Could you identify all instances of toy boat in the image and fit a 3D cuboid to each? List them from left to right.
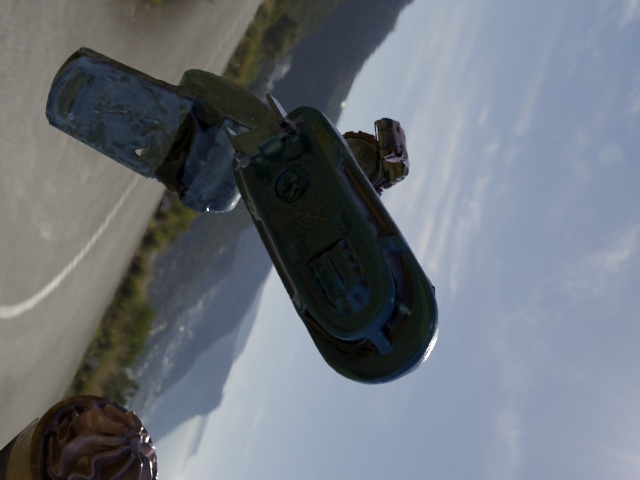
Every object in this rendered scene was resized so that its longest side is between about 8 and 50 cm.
[{"bbox_3d":[0.000,0.000,0.870,0.134,0.298,0.092,-35,155,13],"label":"toy boat"}]

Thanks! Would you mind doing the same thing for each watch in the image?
[{"bbox_3d":[0.026,-0.108,1.100,0.268,0.165,0.102,64,17,-82],"label":"watch"}]

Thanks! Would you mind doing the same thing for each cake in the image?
[{"bbox_3d":[-0.308,0.293,1.198,0.178,0.208,0.185,-45,-149,42],"label":"cake"}]

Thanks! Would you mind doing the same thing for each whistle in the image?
[{"bbox_3d":[-0.229,-0.171,1.446,0.188,0.405,0.168,50,-63,33],"label":"whistle"}]
